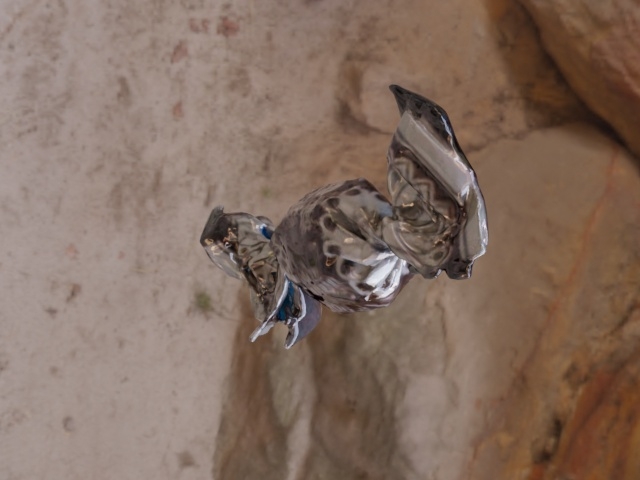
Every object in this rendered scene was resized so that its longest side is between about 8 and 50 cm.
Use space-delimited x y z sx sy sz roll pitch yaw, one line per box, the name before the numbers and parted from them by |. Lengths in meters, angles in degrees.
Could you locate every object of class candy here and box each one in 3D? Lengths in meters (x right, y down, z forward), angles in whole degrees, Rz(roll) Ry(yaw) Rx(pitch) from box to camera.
candy | 0.000 0.000 0.418 0.051 0.226 0.094 -26 94 -29
